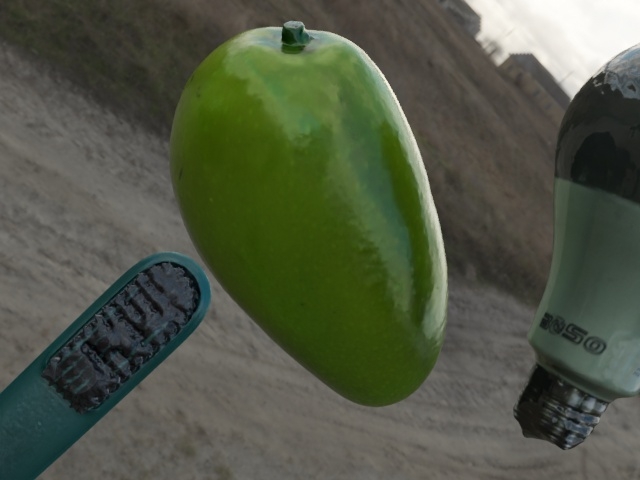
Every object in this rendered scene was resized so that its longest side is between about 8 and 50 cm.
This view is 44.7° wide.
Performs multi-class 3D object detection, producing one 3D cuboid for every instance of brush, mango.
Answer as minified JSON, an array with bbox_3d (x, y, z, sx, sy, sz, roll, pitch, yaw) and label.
[{"bbox_3d":[-0.128,0.078,0.361,0.043,0.193,0.032,47,-2,-3],"label":"brush"},{"bbox_3d":[0.000,0.000,0.616,0.156,0.192,0.343,-56,132,-52],"label":"mango"}]

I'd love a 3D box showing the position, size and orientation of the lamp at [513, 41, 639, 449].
[{"bbox_3d":[0.242,0.006,0.547,0.182,0.313,0.182,16,-7,2],"label":"lamp"}]
